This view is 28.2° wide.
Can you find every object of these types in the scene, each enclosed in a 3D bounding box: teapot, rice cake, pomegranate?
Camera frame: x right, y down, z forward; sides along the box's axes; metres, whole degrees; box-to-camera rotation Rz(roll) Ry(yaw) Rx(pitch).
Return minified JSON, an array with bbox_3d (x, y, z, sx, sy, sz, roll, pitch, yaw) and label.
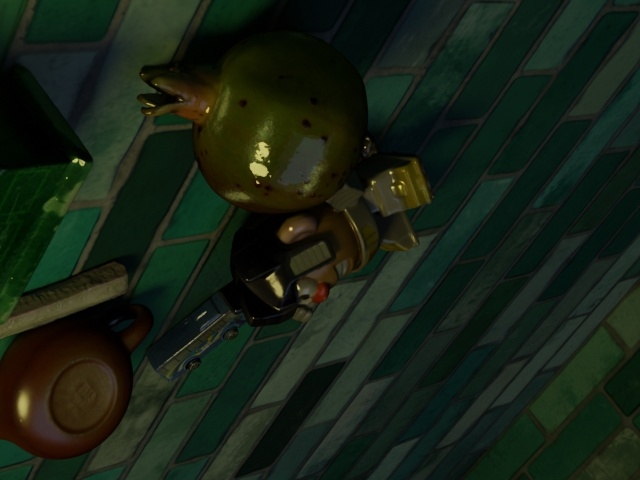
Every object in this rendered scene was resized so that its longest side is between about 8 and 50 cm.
[{"bbox_3d":[-0.311,0.159,1.567,0.252,0.135,0.178,-44,131,-27],"label":"teapot"},{"bbox_3d":[-0.321,0.075,1.494,0.207,0.036,0.047,-22,139,-27],"label":"rice cake"},{"bbox_3d":[-0.060,-0.121,1.302,0.246,0.198,0.198,3,134,-50],"label":"pomegranate"}]

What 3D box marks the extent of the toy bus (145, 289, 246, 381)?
[{"bbox_3d":[-0.168,0.130,1.759,0.153,0.051,0.061,-40,148,8],"label":"toy bus"}]

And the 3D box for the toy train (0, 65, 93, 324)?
[{"bbox_3d":[-0.353,-0.028,1.157,0.202,0.145,0.266,-11,145,-47],"label":"toy train"}]

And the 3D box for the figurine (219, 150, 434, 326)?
[{"bbox_3d":[-0.002,0.001,1.637,0.308,0.143,0.308,-23,133,-27],"label":"figurine"}]
